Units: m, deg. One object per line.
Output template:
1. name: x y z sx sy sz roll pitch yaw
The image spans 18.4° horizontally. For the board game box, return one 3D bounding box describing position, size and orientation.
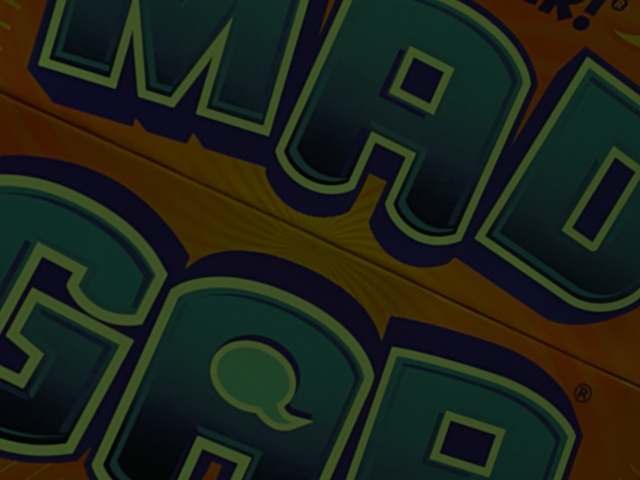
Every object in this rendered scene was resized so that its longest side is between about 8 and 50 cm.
1. board game box: -0.052 -0.017 0.919 0.356 0.356 0.356 25 178 -19
